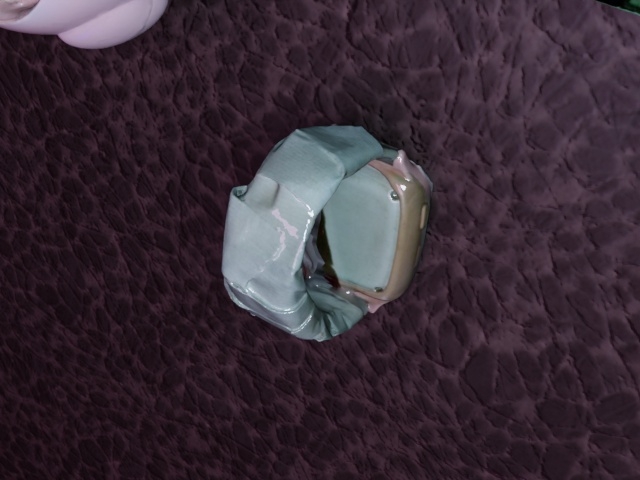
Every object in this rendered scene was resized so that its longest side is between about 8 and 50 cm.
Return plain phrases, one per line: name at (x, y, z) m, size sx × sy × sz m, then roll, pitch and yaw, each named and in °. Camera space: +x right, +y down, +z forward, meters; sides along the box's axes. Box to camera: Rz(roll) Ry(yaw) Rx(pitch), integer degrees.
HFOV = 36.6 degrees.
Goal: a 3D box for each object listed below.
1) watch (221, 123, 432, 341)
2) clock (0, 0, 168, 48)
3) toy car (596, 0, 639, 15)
watch at (0.000, 0.000, 1.020) m, size 0.162 × 0.241 × 0.253 m, roll 21°, pitch 127°, yaw 22°
clock at (-0.231, -0.387, 0.954) m, size 0.377 × 0.250 × 0.368 m, roll -9°, pitch 109°, yaw 45°
toy car at (0.255, -0.245, 0.774) m, size 0.306 × 0.125 × 0.136 m, roll 28°, pitch 128°, yaw 21°
